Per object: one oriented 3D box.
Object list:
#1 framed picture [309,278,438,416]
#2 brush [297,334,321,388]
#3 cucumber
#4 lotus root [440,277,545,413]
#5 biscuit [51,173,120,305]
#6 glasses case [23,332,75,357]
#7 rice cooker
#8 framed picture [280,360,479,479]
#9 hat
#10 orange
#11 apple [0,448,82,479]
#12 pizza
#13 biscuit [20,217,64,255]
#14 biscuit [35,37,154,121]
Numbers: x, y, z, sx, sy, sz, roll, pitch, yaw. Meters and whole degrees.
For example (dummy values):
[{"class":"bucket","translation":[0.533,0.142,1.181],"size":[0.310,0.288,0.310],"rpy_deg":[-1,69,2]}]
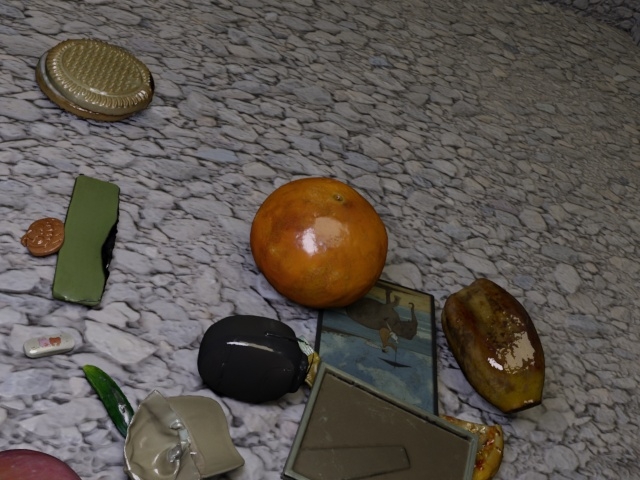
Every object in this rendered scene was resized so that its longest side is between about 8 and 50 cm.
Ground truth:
[{"class":"framed picture","translation":[0.116,0.201,1.704],"size":[0.265,0.016,0.347],"rpy_deg":[18,41,-9]},{"class":"brush","translation":[-0.002,0.275,1.549],"size":[0.083,0.010,0.218],"rpy_deg":[-23,66,-35]},{"class":"cucumber","translation":[-0.333,0.261,1.354],"size":[0.039,0.039,0.168],"rpy_deg":[-17,58,-43]},{"class":"lotus root","translation":[0.371,0.231,1.747],"size":[0.193,0.193,0.291],"rpy_deg":[2,45,-31]},{"class":"biscuit","translation":[-0.433,-0.002,1.562],"size":[0.099,0.038,0.322],"rpy_deg":[12,44,-17]},{"class":"glasses case","translation":[-0.448,0.173,1.382],"size":[0.083,0.021,0.032],"rpy_deg":[-7,54,-37]},{"class":"rice cooker","translation":[-0.116,0.206,1.472],"size":[0.203,0.142,0.118],"rpy_deg":[13,32,-19]},{"class":"framed picture","translation":[0.117,0.384,1.493],"size":[0.335,0.022,0.247],"rpy_deg":[26,47,-5]},{"class":"hat","translation":[-0.219,0.339,1.339],"size":[0.166,0.144,0.173],"rpy_deg":[60,3,30]},{"class":"orange","translation":[0.000,0.000,1.686],"size":[0.284,0.226,0.283],"rpy_deg":[16,41,-14]},{"class":"apple","translation":[-0.354,0.401,1.009],"size":[0.306,0.305,0.235],"rpy_deg":[42,65,12]},{"class":"pizza","translation":[0.282,0.382,1.624],"size":[0.176,0.036,0.185],"rpy_deg":[45,41,16]},{"class":"biscuit","translation":[-0.504,-0.008,1.517],"size":[0.078,0.015,0.091],"rpy_deg":[-12,46,-11]},{"class":"biscuit","translation":[-0.498,-0.360,1.860],"size":[0.259,0.079,0.259],"rpy_deg":[18,41,-16]}]
